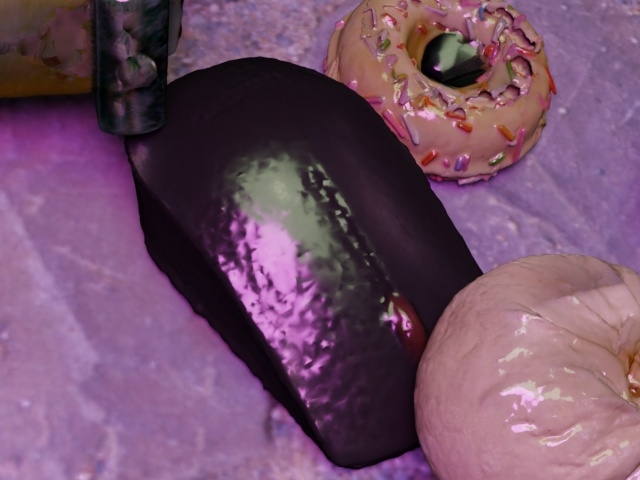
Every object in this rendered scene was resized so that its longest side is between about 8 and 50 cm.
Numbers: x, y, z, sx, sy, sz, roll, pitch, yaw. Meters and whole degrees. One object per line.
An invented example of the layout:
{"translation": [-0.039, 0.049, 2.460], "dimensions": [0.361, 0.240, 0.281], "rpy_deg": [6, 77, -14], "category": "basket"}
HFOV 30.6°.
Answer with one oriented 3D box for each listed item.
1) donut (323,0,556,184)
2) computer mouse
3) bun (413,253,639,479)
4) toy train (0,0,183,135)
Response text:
{"translation": [0.088, -0.123, 0.840], "dimensions": [0.175, 0.068, 0.174], "rpy_deg": [6, 56, -9], "category": "donut"}
{"translation": [0.001, -0.003, 0.731], "dimensions": [0.168, 0.087, 0.295], "rpy_deg": [-32, 73, -28], "category": "computer mouse"}
{"translation": [0.147, 0.087, 0.679], "dimensions": [0.188, 0.111, 0.164], "rpy_deg": [-1, 73, -31], "category": "bun"}
{"translation": [-0.249, -0.179, 0.721], "dimensions": [0.397, 0.160, 0.253], "rpy_deg": [-3, 47, -15], "category": "toy train"}
